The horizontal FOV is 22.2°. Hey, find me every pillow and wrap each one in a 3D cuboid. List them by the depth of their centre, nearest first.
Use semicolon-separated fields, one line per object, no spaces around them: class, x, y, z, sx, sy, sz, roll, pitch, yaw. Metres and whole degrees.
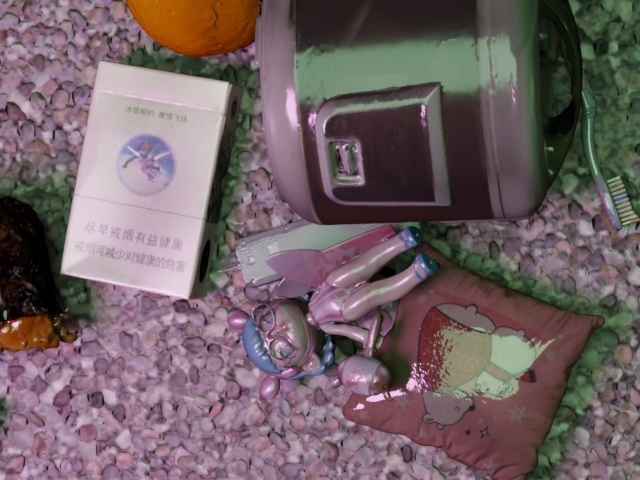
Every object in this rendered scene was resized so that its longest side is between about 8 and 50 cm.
pillow;0.170;0.141;1.828;0.236;0.084;0.223;22;91;9

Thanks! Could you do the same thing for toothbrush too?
toothbrush;0.287;-0.192;1.846;0.037;0.028;0.375;-18;85;3

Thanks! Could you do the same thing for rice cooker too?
rice cooker;0.114;-0.168;1.733;0.325;0.335;0.335;-2;88;9

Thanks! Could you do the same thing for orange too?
orange;-0.125;-0.314;1.829;0.193;0.219;0.219;43;96;18

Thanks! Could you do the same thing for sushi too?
sushi;-0.477;0.062;1.878;0.348;0.234;0.208;-12;86;15

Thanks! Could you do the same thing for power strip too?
power strip;0.000;0.000;1.892;0.252;0.027;0.060;-17;86;9

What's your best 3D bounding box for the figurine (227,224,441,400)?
figurine;0.030;0.090;1.823;0.260;0.103;0.205;-34;82;23

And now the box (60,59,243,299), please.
box;-0.198;-0.070;1.909;0.164;0.069;0.256;11;91;10
